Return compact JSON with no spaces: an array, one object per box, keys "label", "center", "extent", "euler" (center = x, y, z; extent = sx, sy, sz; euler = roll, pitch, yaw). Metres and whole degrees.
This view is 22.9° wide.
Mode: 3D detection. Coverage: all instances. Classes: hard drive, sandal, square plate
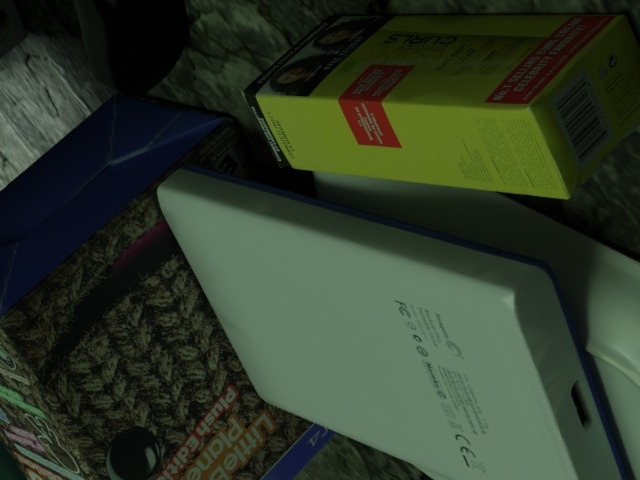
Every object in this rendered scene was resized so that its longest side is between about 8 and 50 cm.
[{"label":"hard drive","center":[0.042,0.066,1.026],"extent":[0.319,0.040,0.210],"euler":[17,141,45]},{"label":"sandal","center":[-0.124,-0.183,0.979],"extent":[0.054,0.097,0.254],"euler":[32,161,28]},{"label":"square plate","center":[0.133,0.105,1.050],"extent":[0.347,0.049,0.344],"euler":[28,149,32]}]

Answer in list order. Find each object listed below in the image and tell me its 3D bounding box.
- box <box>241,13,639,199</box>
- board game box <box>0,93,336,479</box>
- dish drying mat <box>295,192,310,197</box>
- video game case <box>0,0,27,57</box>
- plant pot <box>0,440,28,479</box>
[{"label":"box","center":[0.063,-0.077,0.853],"extent":[0.232,0.087,0.058],"euler":[11,138,51]},{"label":"board game box","center":[-0.131,0.077,1.191],"extent":[0.141,0.232,0.291],"euler":[16,142,45]},{"label":"dish drying mat","center":[0.000,0.000,1.142],"extent":[0.032,0.008,0.083],"euler":[28,148,31]},{"label":"video game case","center":[-0.369,-0.278,1.231],"extent":[0.269,0.061,0.244],"euler":[27,148,34]},{"label":"plant pot","center":[-0.215,0.141,1.445],"extent":[0.293,0.196,0.293],"euler":[34,151,22]}]
